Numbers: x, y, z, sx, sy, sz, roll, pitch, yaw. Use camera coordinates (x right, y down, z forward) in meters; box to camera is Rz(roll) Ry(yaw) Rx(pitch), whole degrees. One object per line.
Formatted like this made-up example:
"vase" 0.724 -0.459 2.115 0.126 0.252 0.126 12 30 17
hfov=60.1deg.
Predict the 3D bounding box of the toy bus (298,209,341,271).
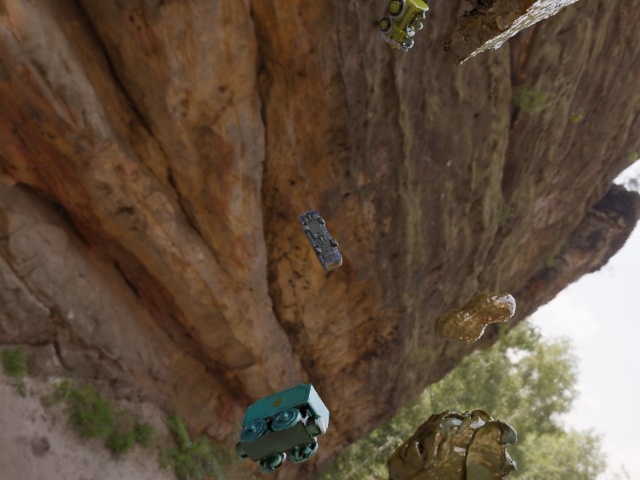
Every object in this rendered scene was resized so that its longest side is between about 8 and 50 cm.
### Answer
"toy bus" 0.000 0.000 1.221 0.061 0.051 0.153 77 -12 -54

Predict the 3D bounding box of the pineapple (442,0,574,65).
"pineapple" 0.226 -0.349 0.591 0.209 0.286 0.344 64 28 -4

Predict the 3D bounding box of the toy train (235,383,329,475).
"toy train" -0.078 0.384 1.146 0.107 0.197 0.154 61 18 -17

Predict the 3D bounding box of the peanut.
"peanut" 0.353 0.176 1.261 0.089 0.192 0.089 60 5 -8

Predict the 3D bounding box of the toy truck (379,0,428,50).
"toy truck" 0.173 -0.446 1.141 0.077 0.076 0.111 45 -47 16

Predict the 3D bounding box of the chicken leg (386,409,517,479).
"chicken leg" 0.173 0.475 0.908 0.201 0.430 0.153 18 -19 27
